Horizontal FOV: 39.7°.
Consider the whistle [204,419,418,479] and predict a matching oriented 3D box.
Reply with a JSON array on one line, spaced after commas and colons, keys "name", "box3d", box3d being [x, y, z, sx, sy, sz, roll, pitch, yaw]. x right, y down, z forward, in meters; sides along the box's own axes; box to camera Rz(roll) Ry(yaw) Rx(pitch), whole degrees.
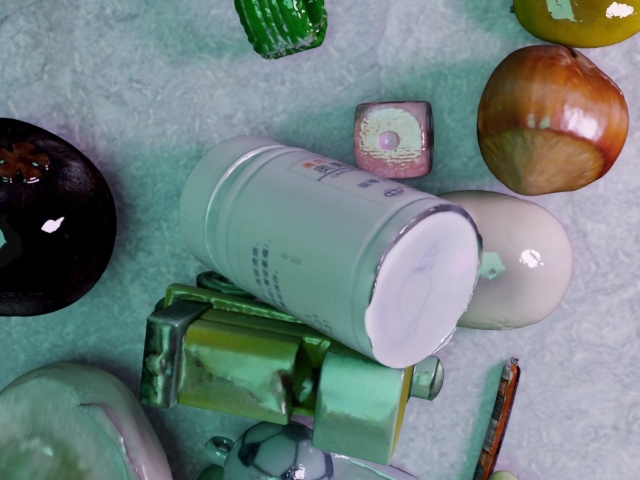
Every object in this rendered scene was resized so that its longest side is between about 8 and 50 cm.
[{"name": "whistle", "box3d": [-0.023, 0.329, 1.188, 0.289, 0.163, 0.163, 22, 105, 9]}]

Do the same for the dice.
[{"name": "dice", "box3d": [0.091, -0.127, 1.106, 0.094, 0.091, 0.093, 2, 101, 14]}]

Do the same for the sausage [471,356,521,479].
[{"name": "sausage", "box3d": [0.233, 0.246, 1.177, 0.028, 0.025, 0.198, 23, 107, 41]}]

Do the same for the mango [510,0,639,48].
[{"name": "mango", "box3d": [0.306, -0.277, 1.036, 0.161, 0.076, 0.103, 13, 97, 2]}]

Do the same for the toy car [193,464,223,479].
[{"name": "toy car", "box3d": [-0.092, 0.410, 1.254, 0.224, 0.090, 0.076, 34, 110, 5]}]

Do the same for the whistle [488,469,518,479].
[{"name": "whistle", "box3d": [0.192, 0.414, 1.175, 0.288, 0.106, 0.131, -41, 98, 15]}]

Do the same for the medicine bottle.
[{"name": "medicine bottle", "box3d": [0.000, 0.000, 1.036, 0.332, 0.190, 0.190, 24, 108, 41]}]

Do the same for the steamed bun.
[{"name": "steamed bun", "box3d": [0.193, 0.028, 1.091, 0.228, 0.131, 0.177, 13, 104, 9]}]

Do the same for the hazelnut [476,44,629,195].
[{"name": "hazelnut", "box3d": [0.262, -0.136, 1.031, 0.182, 0.182, 0.182, 3, 101, 13]}]

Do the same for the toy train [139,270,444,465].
[{"name": "toy train", "box3d": [-0.047, 0.147, 1.110, 0.397, 0.253, 0.160, 11, 102, 10]}]

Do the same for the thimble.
[{"name": "thimble", "box3d": [-0.048, -0.291, 1.098, 0.090, 0.118, 0.130, -12, 79, 19]}]

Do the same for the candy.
[{"name": "candy", "box3d": [-0.355, 0.386, 1.253, 0.386, 0.186, 0.427, 1, 89, 22]}]

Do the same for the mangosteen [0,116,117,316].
[{"name": "mangosteen", "box3d": [-0.415, -0.005, 1.190, 0.275, 0.275, 0.302, 34, 139, 6]}]
